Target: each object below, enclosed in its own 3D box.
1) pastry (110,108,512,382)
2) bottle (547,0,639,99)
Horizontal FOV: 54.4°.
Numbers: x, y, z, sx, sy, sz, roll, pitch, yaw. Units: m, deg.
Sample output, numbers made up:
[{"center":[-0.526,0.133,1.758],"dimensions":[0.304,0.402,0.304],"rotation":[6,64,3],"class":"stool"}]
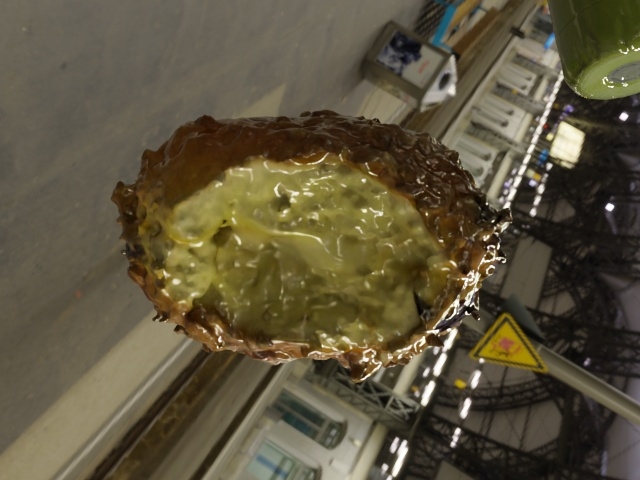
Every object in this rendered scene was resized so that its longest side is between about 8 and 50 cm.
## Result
[{"center":[-0.010,-0.003,0.721],"dimensions":[0.337,0.406,0.292],"rotation":[-83,175,-78],"class":"pastry"},{"center":[0.275,-0.275,0.609],"dimensions":[0.112,0.112,0.260],"rotation":[97,-11,-73],"class":"bottle"}]
